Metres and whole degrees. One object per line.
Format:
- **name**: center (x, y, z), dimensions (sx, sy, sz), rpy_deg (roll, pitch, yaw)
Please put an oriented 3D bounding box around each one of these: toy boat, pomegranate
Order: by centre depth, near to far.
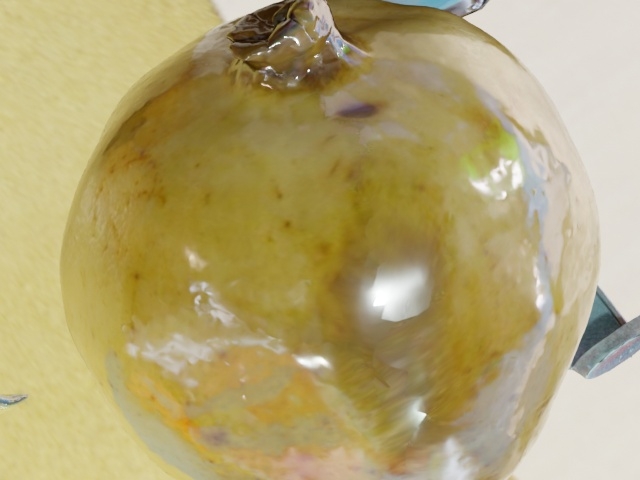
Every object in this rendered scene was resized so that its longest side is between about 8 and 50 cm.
- **pomegranate**: center (0.008, 0.016, 1.082), dimensions (0.307, 0.307, 0.307), rpy_deg (-6, 107, -21)
- **toy boat**: center (0.233, 0.060, 1.782), dimensions (0.096, 0.122, 0.034), rpy_deg (-34, 151, -5)

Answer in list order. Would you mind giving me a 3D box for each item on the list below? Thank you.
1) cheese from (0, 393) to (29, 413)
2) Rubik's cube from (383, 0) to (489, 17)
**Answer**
- **cheese**: center (-0.261, 0.103, 1.458), dimensions (0.084, 0.060, 0.041), rpy_deg (64, 36, -37)
- **Rubik's cube**: center (0.059, -0.333, 1.320), dimensions (0.288, 0.283, 0.294), rpy_deg (28, 50, -53)
